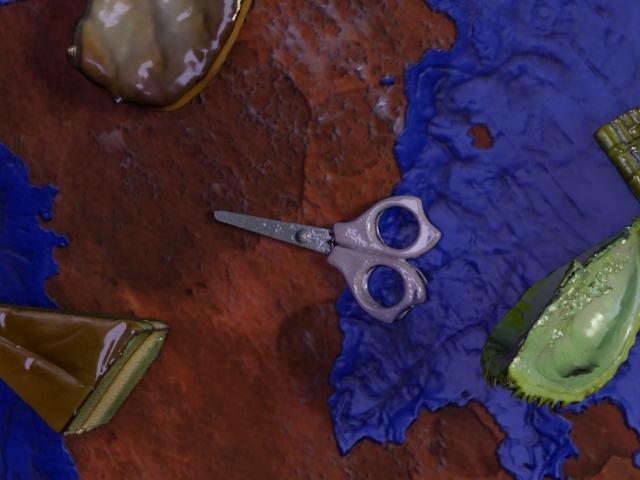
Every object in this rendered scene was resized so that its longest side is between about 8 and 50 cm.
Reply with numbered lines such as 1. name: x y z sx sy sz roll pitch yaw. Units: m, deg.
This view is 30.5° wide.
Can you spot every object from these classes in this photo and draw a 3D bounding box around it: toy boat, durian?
1. toy boat: 0.244 -0.041 0.824 0.115 0.063 0.016 55 142 10
2. durian: 0.183 0.049 0.815 0.086 0.100 0.215 39 57 16

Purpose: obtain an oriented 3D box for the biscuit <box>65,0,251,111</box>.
1. biscuit: -0.113 -0.252 0.952 0.154 0.045 0.299 16 94 19

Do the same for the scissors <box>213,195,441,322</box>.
1. scissors: 0.000 0.000 0.930 0.189 0.015 0.100 13 92 20

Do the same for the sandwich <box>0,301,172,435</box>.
1. sandwich: -0.218 0.064 0.968 0.163 0.079 0.113 41 100 16
